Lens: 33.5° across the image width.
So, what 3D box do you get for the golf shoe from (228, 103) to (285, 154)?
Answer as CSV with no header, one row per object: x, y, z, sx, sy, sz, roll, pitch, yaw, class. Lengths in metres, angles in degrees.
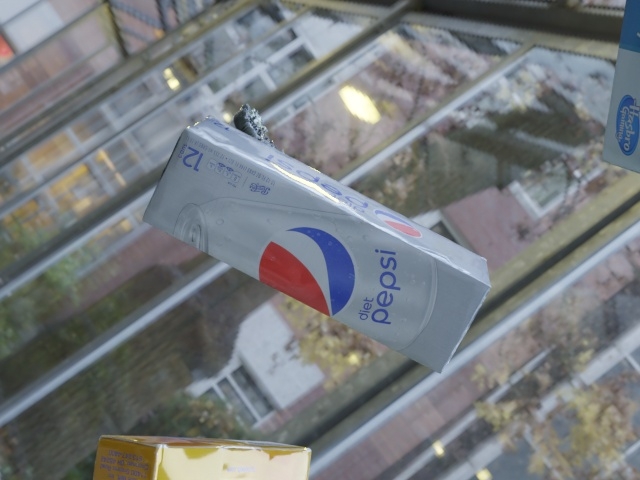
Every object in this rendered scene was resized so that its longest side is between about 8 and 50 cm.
-0.112,-0.107,1.504,0.105,0.120,0.273,58,-6,6,golf shoe

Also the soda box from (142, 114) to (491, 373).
0.000,0.000,0.916,0.286,0.091,0.098,27,15,-1,soda box

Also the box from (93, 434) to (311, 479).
-0.042,0.130,0.330,0.028,0.136,0.081,4,-8,34,box

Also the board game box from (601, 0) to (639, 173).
0.300,-0.120,0.505,0.336,0.079,0.254,30,-58,52,board game box
